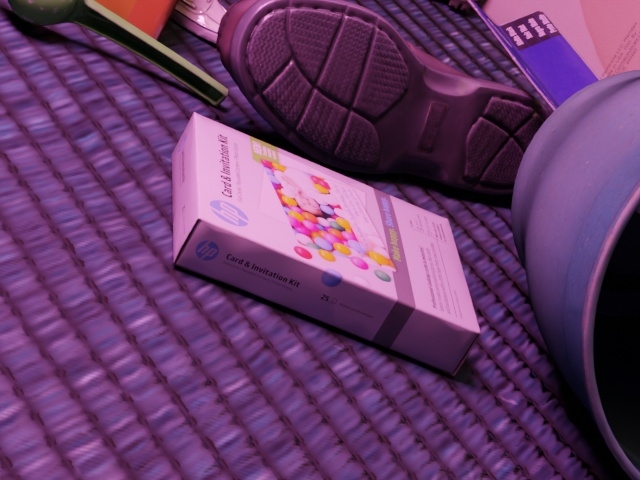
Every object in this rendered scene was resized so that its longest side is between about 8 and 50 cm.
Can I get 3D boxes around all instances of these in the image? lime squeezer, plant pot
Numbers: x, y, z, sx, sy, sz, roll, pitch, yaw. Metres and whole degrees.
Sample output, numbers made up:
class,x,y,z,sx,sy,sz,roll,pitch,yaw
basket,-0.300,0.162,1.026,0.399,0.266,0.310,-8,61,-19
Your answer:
class,x,y,z,sx,sy,sz,roll,pitch,yaw
lime squeezer,-0.194,-0.155,1.215,0.310,0.059,0.110,7,32,-43
plant pot,0.245,0.008,1.168,0.272,0.271,0.255,21,10,-19

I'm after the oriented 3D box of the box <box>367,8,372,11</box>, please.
class,x,y,z,sx,sy,sz,roll,pitch,yaw
box,0.023,-0.171,1.537,0.083,0.018,0.067,8,32,-40

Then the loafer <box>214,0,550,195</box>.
class,x,y,z,sx,sy,sz,roll,pitch,yaw
loafer,0.035,-0.104,1.344,0.303,0.109,0.095,18,7,-39

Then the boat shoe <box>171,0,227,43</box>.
class,x,y,z,sx,sy,sz,roll,pitch,yaw
boat shoe,-0.093,-0.179,1.400,0.100,0.035,0.035,33,24,8

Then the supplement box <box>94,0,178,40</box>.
class,x,y,z,sx,sy,sz,roll,pitch,yaw
supplement box,-0.201,-0.230,1.328,0.233,0.078,0.080,26,24,-10

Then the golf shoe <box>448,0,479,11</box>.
class,x,y,z,sx,sy,sz,roll,pitch,yaw
golf shoe,0.076,-0.291,1.745,0.198,0.094,0.077,19,27,-20

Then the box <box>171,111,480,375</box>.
class,x,y,z,sx,sy,sz,roll,pitch,yaw
box,0.000,0.000,1.151,0.186,0.038,0.145,22,25,-15

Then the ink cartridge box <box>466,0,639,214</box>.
class,x,y,z,sx,sy,sz,roll,pitch,yaw
ink cartridge box,0.218,-0.084,1.441,0.224,0.045,0.223,45,11,-39

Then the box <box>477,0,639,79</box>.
class,x,y,z,sx,sy,sz,roll,pitch,yaw
box,0.268,-0.206,1.757,0.148,0.121,0.311,8,32,-39
